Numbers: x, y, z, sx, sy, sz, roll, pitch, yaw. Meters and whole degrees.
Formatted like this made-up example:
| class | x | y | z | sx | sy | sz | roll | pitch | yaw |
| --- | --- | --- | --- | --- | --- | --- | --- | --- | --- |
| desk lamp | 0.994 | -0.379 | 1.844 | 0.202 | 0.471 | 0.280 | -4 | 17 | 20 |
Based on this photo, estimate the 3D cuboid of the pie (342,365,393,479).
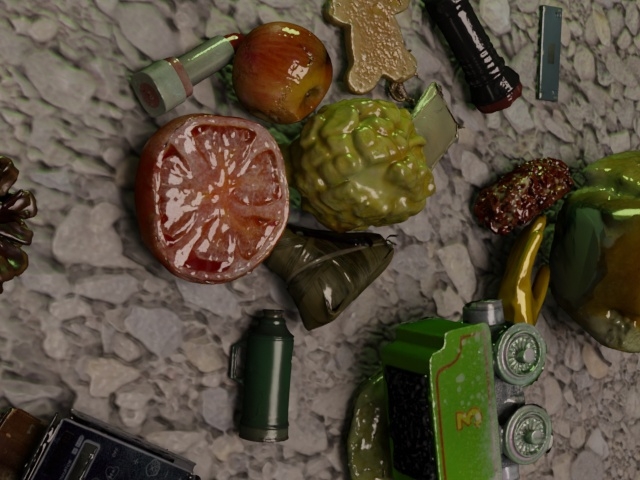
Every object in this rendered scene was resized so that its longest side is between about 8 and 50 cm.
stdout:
| class | x | y | z | sx | sy | sz | roll | pitch | yaw |
| --- | --- | --- | --- | --- | --- | --- | --- | --- | --- |
| pie | 0.155 | 0.325 | 1.605 | 0.306 | 0.071 | 0.306 | -3 | 94 | -40 |

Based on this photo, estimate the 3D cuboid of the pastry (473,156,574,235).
| class | x | y | z | sx | sy | sz | roll | pitch | yaw |
| --- | --- | --- | --- | --- | --- | --- | --- | --- | --- |
| pastry | 0.369 | -0.086 | 1.726 | 0.208 | 0.115 | 0.097 | -30 | 100 | -32 |

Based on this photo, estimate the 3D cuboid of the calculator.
| class | x | y | z | sx | sy | sz | roll | pitch | yaw |
| --- | --- | --- | --- | --- | --- | --- | --- | --- | --- |
| calculator | -0.275 | 0.329 | 1.242 | 0.274 | 0.028 | 0.165 | 39 | 73 | -46 |

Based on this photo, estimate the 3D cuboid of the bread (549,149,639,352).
| class | x | y | z | sx | sy | sz | roll | pitch | yaw |
| --- | --- | --- | --- | --- | --- | --- | --- | --- | --- |
| bread | 0.562 | 0.049 | 1.799 | 0.264 | 0.239 | 0.395 | -12 | 122 | -27 |

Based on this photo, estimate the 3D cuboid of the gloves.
| class | x | y | z | sx | sy | sz | roll | pitch | yaw |
| --- | --- | --- | --- | --- | --- | --- | --- | --- | --- |
| gloves | 0.363 | 0.093 | 1.716 | 0.116 | 0.133 | 0.294 | 14 | 87 | -6 |

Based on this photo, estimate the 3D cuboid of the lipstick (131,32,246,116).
| class | x | y | z | sx | sy | sz | roll | pitch | yaw |
| --- | --- | --- | --- | --- | --- | --- | --- | --- | --- |
| lipstick | -0.166 | -0.236 | 1.295 | 0.186 | 0.057 | 0.063 | -40 | 113 | -37 |

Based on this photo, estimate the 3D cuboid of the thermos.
| class | x | y | z | sx | sy | sz | roll | pitch | yaw |
| --- | --- | --- | --- | --- | --- | --- | --- | --- | --- |
| thermos | -0.080 | 0.193 | 1.399 | 0.073 | 0.083 | 0.187 | 6 | 89 | -62 |

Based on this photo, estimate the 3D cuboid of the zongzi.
| class | x | y | z | sx | sy | sz | roll | pitch | yaw |
| --- | --- | --- | --- | --- | --- | --- | --- | --- | --- |
| zongzi | 0.002 | -0.002 | 1.448 | 0.204 | 0.094 | 0.205 | 53 | 50 | -4 |

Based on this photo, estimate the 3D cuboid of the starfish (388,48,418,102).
| class | x | y | z | sx | sy | sz | roll | pitch | yaw |
| --- | --- | --- | --- | --- | --- | --- | --- | --- | --- |
| starfish | 0.130 | -0.268 | 1.556 | 0.078 | 0.028 | 0.091 | 22 | 77 | -45 |

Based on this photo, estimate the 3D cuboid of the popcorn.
| class | x | y | z | sx | sy | sz | roll | pitch | yaw |
| --- | --- | --- | --- | --- | --- | --- | --- | --- | --- |
| popcorn | 0.050 | -0.104 | 1.397 | 0.235 | 0.217 | 0.181 | 31 | 46 | -64 |

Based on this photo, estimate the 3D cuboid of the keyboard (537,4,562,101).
| class | x | y | z | sx | sy | sz | roll | pitch | yaw |
| --- | --- | --- | --- | --- | --- | --- | --- | --- | --- |
| keyboard | 0.431 | -0.352 | 1.811 | 0.055 | 0.014 | 0.176 | -2 | 95 | -39 |

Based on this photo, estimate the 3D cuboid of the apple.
| class | x | y | z | sx | sy | sz | roll | pitch | yaw |
| --- | --- | --- | --- | --- | --- | --- | --- | --- | --- |
| apple | -0.049 | -0.230 | 1.327 | 0.146 | 0.146 | 0.146 | -4 | 97 | -40 |

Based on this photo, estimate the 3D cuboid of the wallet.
| class | x | y | z | sx | sy | sz | roll | pitch | yaw |
| --- | --- | --- | --- | --- | --- | --- | --- | --- | --- |
| wallet | -0.347 | 0.283 | 1.202 | 0.176 | 0.026 | 0.095 | 44 | 64 | -38 |

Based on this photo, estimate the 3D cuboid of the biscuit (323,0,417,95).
| class | x | y | z | sx | sy | sz | roll | pitch | yaw |
| --- | --- | --- | --- | --- | --- | --- | --- | --- | --- |
| biscuit | 0.075 | -0.350 | 1.487 | 0.153 | 0.030 | 0.234 | -20 | 100 | -29 |

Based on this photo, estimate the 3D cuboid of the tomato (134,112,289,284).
| class | x | y | z | sx | sy | sz | roll | pitch | yaw |
| --- | --- | --- | --- | --- | --- | --- | --- | --- | --- |
| tomato | -0.156 | -0.062 | 1.291 | 0.237 | 0.095 | 0.236 | -8 | 103 | -38 |

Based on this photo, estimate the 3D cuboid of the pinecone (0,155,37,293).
| class | x | y | z | sx | sy | sz | roll | pitch | yaw |
| --- | --- | --- | --- | --- | --- | --- | --- | --- | --- |
| pinecone | -0.418 | -0.022 | 0.956 | 0.246 | 0.292 | 0.246 | -7 | 90 | -71 |

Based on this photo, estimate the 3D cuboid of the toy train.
| class | x | y | z | sx | sy | sz | roll | pitch | yaw |
| --- | --- | --- | --- | --- | --- | --- | --- | --- | --- |
| toy train | 0.226 | 0.249 | 1.515 | 0.249 | 0.173 | 0.307 | -9 | 97 | -29 |

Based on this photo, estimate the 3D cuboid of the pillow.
| class | x | y | z | sx | sy | sz | roll | pitch | yaw |
| --- | --- | --- | --- | --- | --- | --- | --- | --- | --- |
| pillow | 0.155 | -0.151 | 1.567 | 0.208 | 0.053 | 0.119 | -50 | 135 | -24 |

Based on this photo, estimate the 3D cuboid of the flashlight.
| class | x | y | z | sx | sy | sz | roll | pitch | yaw |
| --- | --- | --- | --- | --- | --- | --- | --- | --- | --- |
| flashlight | 0.254 | -0.326 | 1.625 | 0.093 | 0.093 | 0.232 | -48 | 116 | -27 |
